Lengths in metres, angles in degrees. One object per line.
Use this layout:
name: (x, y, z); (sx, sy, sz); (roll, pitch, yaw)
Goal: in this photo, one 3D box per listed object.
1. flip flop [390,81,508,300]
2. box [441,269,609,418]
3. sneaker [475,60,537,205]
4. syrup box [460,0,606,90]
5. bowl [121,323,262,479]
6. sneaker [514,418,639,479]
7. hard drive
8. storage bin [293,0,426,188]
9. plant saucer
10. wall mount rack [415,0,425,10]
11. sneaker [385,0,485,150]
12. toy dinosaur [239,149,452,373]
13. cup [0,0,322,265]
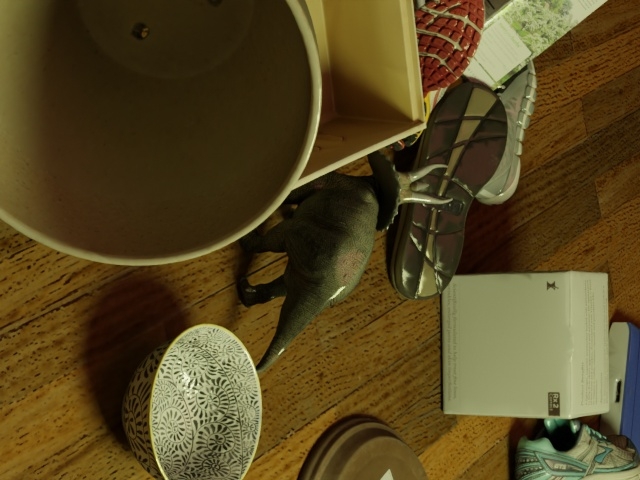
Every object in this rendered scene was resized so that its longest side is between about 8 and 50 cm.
flip flop: (0.143, -0.062, 1.991); (0.112, 0.080, 0.277); (18, 88, -28)
box: (0.256, 0.128, 2.050); (0.119, 0.182, 0.181); (5, 84, -57)
sneaker: (0.206, -0.166, 2.083); (0.132, 0.086, 0.229); (15, 77, -51)
syrup box: (0.249, -0.294, 2.010); (0.093, 0.237, 0.096); (42, 13, -38)
bowl: (-0.137, 0.165, 1.571); (0.170, 0.080, 0.170); (6, 83, -54)
sneaker: (0.359, 0.291, 2.253); (0.283, 0.110, 0.122); (-12, 95, -55)
hard drive: (0.523, 0.269, 2.545); (0.318, 0.040, 0.210); (28, 65, -51)
storage bin: (-0.028, -0.209, 1.670); (0.262, 0.123, 0.260); (-27, 117, -45)
plant saucer: (0.057, 0.341, 1.876); (0.278, 0.041, 0.278); (7, 81, -54)
wall mount rack: (0.093, -0.407, 1.893); (0.350, 0.130, 0.304); (-7, 94, -56)
sneaker: (0.121, -0.210, 1.891); (0.088, 0.225, 0.093); (33, 42, -3)
toy dinosaur: (0.000, 0.000, 1.709); (0.313, 0.160, 0.121); (-58, 132, -40)
cup: (-0.154, -0.178, 1.413); (0.237, 0.331, 0.331); (-80, 152, -62)
